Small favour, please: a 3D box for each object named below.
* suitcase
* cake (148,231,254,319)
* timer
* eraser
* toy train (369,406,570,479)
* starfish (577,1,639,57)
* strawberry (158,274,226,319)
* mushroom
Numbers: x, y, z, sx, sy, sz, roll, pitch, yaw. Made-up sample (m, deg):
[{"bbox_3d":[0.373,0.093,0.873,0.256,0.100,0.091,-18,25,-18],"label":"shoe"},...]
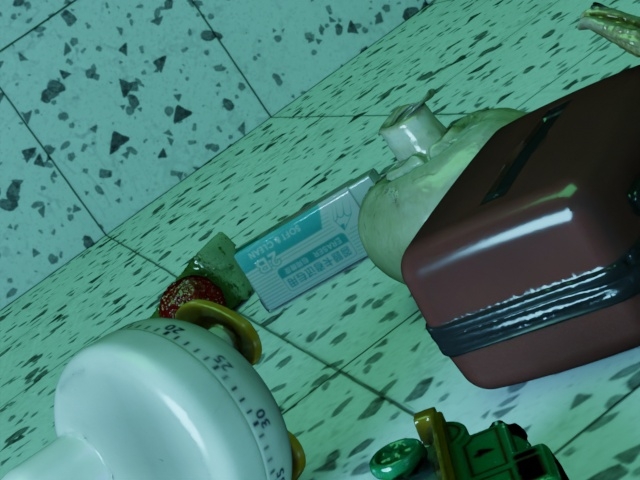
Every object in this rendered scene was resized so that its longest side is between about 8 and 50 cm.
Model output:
[{"bbox_3d":[0.225,-0.016,1.289,0.236,0.161,0.297,-23,16,37],"label":"suitcase"},{"bbox_3d":[-0.214,0.084,2.163,0.235,0.099,0.100,-28,12,28],"label":"cake"},{"bbox_3d":[-0.149,0.191,1.275,0.233,0.233,0.240,-21,8,46],"label":"timer"},{"bbox_3d":[0.000,0.000,1.937,0.225,0.095,0.052,-30,9,18],"label":"eraser"},{"bbox_3d":[0.111,0.184,1.011,0.136,0.091,0.227,-22,13,8],"label":"toy train"},{"bbox_3d":[0.447,-0.158,1.258,0.324,0.082,0.432,-23,32,-34],"label":"starfish"},{"bbox_3d":[-0.179,0.103,2.027,0.106,0.106,0.106,-32,13,8],"label":"strawberry"},{"bbox_3d":[0.145,-0.065,1.588,0.246,0.202,0.246,-35,2,1],"label":"mushroom"}]
